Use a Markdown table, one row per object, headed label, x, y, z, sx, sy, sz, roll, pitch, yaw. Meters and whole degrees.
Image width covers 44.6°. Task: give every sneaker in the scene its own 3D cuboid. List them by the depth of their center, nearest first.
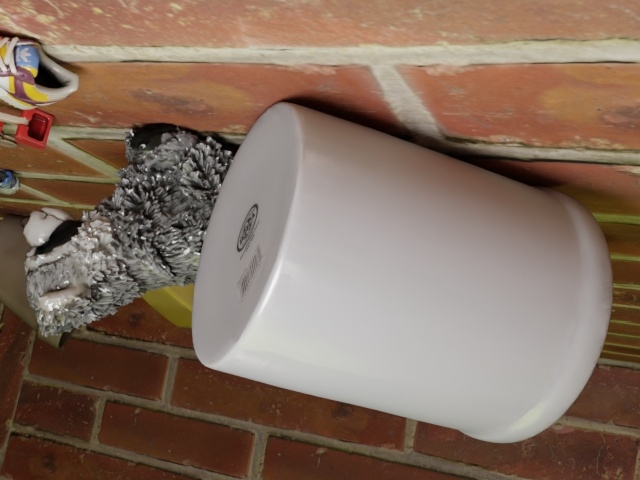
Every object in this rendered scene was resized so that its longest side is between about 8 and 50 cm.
| label | x | y | z | sx | sy | sz | roll | pitch | yaw |
| --- | --- | --- | --- | --- | --- | --- | --- | --- | --- |
| sneaker | -0.337 | -0.191 | 0.803 | 0.084 | 0.069 | 0.185 | -6 | 168 | 30 |
| sneaker | -0.646 | -0.126 | 1.489 | 0.135 | 0.052 | 0.058 | 4 | 160 | -7 |

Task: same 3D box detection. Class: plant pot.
| label | x | y | z | sx | sy | sz | roll | pitch | yaw |
| --- | --- | --- | --- | --- | --- | --- | --- | --- | --- |
| plant pot | -0.310 | 0.069 | 1.787 | 0.187 | 0.212 | 0.212 | 34 | 158 | -34 |
| plant pot | -0.728 | 0.079 | 2.043 | 0.280 | 0.323 | 0.323 | 28 | 167 | -5 |

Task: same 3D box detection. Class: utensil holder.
| label | x | y | z | sx | sy | sz | roll | pitch | yaw |
| --- | --- | --- | --- | --- | --- | --- | --- | --- | --- |
| utensil holder | 0.080 | 0.041 | 0.923 | 0.385 | 0.327 | 0.327 | 18 | 167 | -21 |

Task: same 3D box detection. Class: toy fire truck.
| label | x | y | z | sx | sy | sz | roll | pitch | yaw |
| --- | --- | --- | --- | --- | --- | --- | --- | --- | --- |
| toy fire truck | -0.481 | -0.170 | 1.078 | 0.192 | 0.047 | 0.135 | 17 | 167 | -29 |

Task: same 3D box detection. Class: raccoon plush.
| label | x | y | z | sx | sy | sz | roll | pitch | yaw |
| --- | --- | --- | --- | --- | --- | --- | --- | --- | --- |
| raccoon plush | -0.169 | 0.042 | 1.034 | 0.446 | 0.299 | 0.216 | 21 | 156 | 6 |

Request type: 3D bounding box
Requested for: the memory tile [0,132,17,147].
| label | x | y | z | sx | sy | sz | roll | pitch | yaw |
| --- | --- | --- | --- | --- | --- | --- | --- | --- | --- |
| memory tile | -0.554 | -0.176 | 1.210 | 0.113 | 0.012 | 0.148 | 6 | 168 | 22 |
